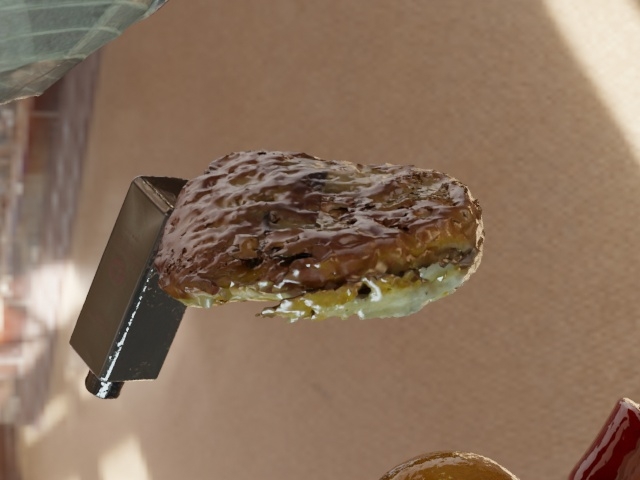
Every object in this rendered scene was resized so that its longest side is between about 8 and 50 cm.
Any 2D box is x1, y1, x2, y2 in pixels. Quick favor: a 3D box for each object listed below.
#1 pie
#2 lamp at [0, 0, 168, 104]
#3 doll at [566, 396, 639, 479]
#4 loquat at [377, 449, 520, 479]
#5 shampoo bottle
[{"bbox_3d":[0.000,-0.001,1.362,0.308,0.308,0.086,34,132,58],"label":"pie"},{"bbox_3d":[-0.160,-0.174,0.719,0.265,0.233,0.233,-6,85,40],"label":"lamp"},{"bbox_3d":[0.273,0.200,1.211,0.363,0.160,0.182,-56,40,11],"label":"doll"},{"bbox_3d":[0.083,0.207,1.077,0.141,0.141,0.141,1,91,63],"label":"loquat"},{"bbox_3d":[-0.186,0.055,1.668,0.080,0.079,0.246,44,120,39],"label":"shampoo bottle"}]
